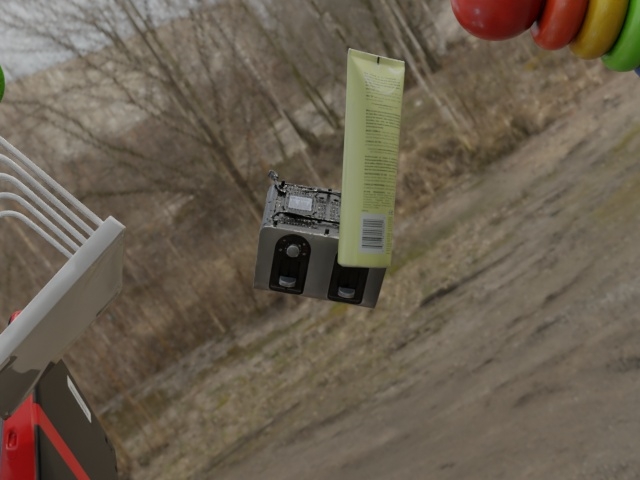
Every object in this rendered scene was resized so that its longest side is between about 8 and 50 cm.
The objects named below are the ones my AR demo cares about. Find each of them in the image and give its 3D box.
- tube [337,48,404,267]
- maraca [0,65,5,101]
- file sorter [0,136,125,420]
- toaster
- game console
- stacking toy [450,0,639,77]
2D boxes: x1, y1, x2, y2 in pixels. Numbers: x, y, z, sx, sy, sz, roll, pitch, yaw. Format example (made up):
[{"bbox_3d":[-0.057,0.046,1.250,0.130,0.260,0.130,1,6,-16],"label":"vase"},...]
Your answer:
[{"bbox_3d":[0.057,-0.090,1.065,0.062,0.240,0.070,4,3,5],"label":"tube"},{"bbox_3d":[-0.527,-0.236,1.304,0.127,0.185,0.099,-61,3,5],"label":"maraca"},{"bbox_3d":[-0.322,0.040,0.930,0.193,0.173,0.278,-50,0,-19],"label":"file sorter"},{"bbox_3d":[0.000,0.000,1.236,0.167,0.110,0.186,10,25,-3],"label":"toaster"},{"bbox_3d":[-0.325,0.327,1.203,0.060,0.387,0.342,-14,50,-4],"label":"game console"},{"bbox_3d":[0.285,-0.216,0.889,0.330,0.141,0.141,10,11,-2],"label":"stacking toy"}]
